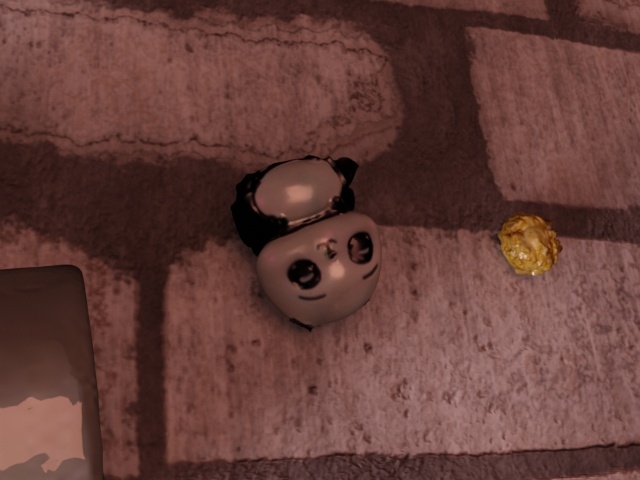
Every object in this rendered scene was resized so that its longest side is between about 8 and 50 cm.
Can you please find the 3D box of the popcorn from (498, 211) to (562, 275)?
[{"bbox_3d":[0.267,0.002,1.130,0.082,0.057,0.083,38,61,11],"label":"popcorn"}]

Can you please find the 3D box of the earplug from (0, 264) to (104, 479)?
[{"bbox_3d":[-0.370,0.186,0.670,0.394,0.312,0.312,-4,65,-18],"label":"earplug"}]

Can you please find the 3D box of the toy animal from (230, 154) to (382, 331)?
[{"bbox_3d":[0.000,0.000,0.991,0.166,0.138,0.179,-20,65,-9],"label":"toy animal"}]
